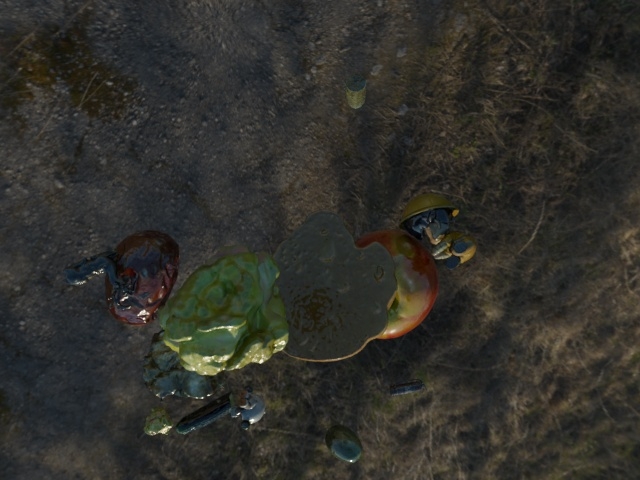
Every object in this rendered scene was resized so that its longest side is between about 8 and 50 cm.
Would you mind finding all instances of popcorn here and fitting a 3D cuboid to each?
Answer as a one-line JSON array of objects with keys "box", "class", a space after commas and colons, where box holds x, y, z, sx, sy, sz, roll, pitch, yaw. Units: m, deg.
[{"box": [-0.584, 0.652, 1.482, 0.089, 0.096, 0.109, 15, 158, -34], "class": "popcorn"}, {"box": [-0.100, 0.075, 0.443, 0.126, 0.145, 0.126, -17, 125, 18], "class": "popcorn"}]

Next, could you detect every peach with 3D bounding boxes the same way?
[{"box": [0.223, 0.138, 1.437, 0.389, 0.388, 0.387, -6, 119, -11], "class": "peach"}]

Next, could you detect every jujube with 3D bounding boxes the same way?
[{"box": [-0.715, 0.147, 1.656, 0.277, 0.276, 0.376, 8, 104, -17], "class": "jujube"}]

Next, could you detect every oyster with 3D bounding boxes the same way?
[{"box": [-0.350, 0.277, 1.062, 0.198, 0.337, 0.133, 27, 96, -32], "class": "oyster"}]

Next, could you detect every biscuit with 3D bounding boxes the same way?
[{"box": [0.019, 0.110, 0.961, 0.313, 0.057, 0.350, 17, 81, 6], "class": "biscuit"}]

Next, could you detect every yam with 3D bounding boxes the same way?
[{"box": [0.153, -0.656, 1.782, 0.107, 0.183, 0.106, 0, 90, 3], "class": "yam"}]

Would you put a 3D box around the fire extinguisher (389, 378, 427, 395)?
[{"box": [0.369, 0.619, 1.724, 0.159, 0.043, 0.064, -7, 85, -8], "class": "fire extinguisher"}]

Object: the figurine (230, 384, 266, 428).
[{"box": [-0.253, 0.572, 1.418, 0.094, 0.147, 0.197, -10, 143, 12], "class": "figurine"}]

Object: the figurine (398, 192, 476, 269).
[{"box": [0.372, -0.038, 1.281, 0.167, 0.257, 0.192, -41, 156, -6], "class": "figurine"}]

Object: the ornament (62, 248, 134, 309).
[{"box": [-0.781, 0.163, 1.463, 0.202, 0.236, 0.080, -29, 163, -26], "class": "ornament"}]

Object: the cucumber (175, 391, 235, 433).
[{"box": [-0.432, 0.664, 1.560, 0.242, 0.075, 0.074, -19, 125, -36], "class": "cucumber"}]

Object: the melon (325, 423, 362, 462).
[{"box": [0.085, 0.780, 1.580, 0.114, 0.168, 0.114, -35, 139, -37], "class": "melon"}]
